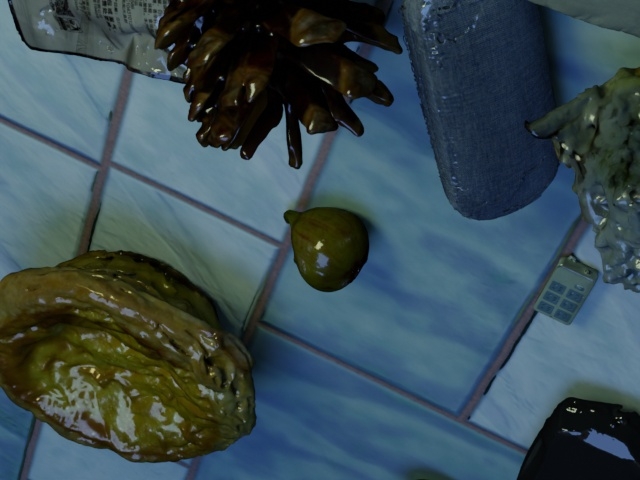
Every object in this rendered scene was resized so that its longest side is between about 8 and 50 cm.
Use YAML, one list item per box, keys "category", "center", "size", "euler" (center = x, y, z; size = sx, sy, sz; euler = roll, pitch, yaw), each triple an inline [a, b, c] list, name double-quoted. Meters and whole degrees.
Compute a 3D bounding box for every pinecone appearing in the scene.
- category: "pinecone"
  center: [-0.032, -0.166, 1.621]
  size: [0.203, 0.201, 0.229]
  euler: [-16, 159, 12]

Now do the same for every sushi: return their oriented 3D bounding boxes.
- category: "sushi"
  center: [0.307, -0.045, 1.584]
  size: [0.274, 0.184, 0.139]
  euler: [11, 140, 22]

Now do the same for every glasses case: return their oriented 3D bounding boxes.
- category: "glasses case"
  center: [0.137, -0.128, 1.656]
  size: [0.067, 0.109, 0.282]
  euler: [56, 168, 43]

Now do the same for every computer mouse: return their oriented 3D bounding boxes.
- category: "computer mouse"
  center: [0.272, 0.237, 2.047]
  size: [0.122, 0.073, 0.217]
  euler: [24, 137, 0]

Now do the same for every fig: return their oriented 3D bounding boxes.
- category: "fig"
  center: [0.000, 0.000, 1.930]
  size: [0.098, 0.082, 0.084]
  euler: [39, -179, 9]

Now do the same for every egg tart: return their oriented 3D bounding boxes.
- category: "egg tart"
  center: [-0.210, 0.115, 2.152]
  size: [0.341, 0.129, 0.341]
  euler: [16, 142, 12]

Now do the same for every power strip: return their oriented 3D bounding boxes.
- category: "power strip"
  center: [0.233, 0.048, 1.886]
  size: [0.040, 0.016, 0.090]
  euler: [25, 144, 3]

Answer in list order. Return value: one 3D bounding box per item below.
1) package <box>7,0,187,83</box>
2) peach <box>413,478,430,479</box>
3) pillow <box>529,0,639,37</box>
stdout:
- category: "package"
  center: [-0.189, -0.220, 1.756]
  size: [0.239, 0.030, 0.154]
  euler: [15, 124, 32]
- category: "peach"
  center: [0.123, 0.295, 2.227]
  size: [0.083, 0.050, 0.077]
  euler: [9, 164, 38]
- category: "pillow"
  center: [0.247, -0.237, 1.493]
  size: [0.148, 0.050, 0.229]
  euler: [19, 145, -9]
